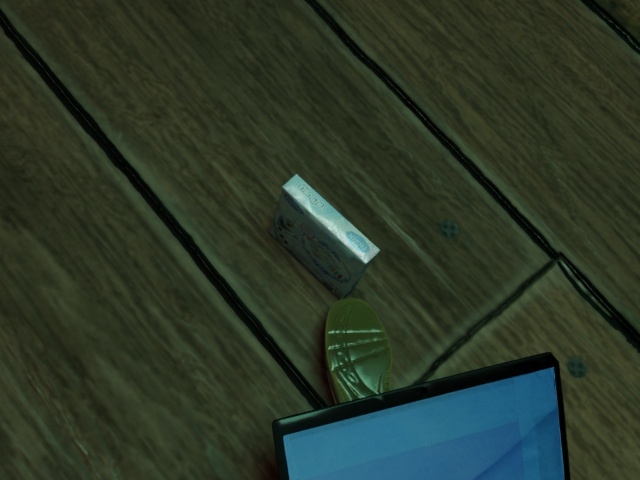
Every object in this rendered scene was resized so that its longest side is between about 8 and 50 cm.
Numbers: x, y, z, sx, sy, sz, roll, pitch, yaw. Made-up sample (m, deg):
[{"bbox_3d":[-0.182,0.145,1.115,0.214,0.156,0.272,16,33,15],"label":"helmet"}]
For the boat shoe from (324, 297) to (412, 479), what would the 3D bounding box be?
[{"bbox_3d":[0.034,0.122,0.611,0.056,0.048,0.153,-9,64,-17],"label":"boat shoe"}]

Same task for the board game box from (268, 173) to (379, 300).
[{"bbox_3d":[0.000,0.000,0.626,0.090,0.090,0.020,43,66,8],"label":"board game box"}]

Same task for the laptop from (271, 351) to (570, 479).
[{"bbox_3d":[0.112,0.239,0.511,0.234,0.136,0.264,-11,45,-16],"label":"laptop"}]
